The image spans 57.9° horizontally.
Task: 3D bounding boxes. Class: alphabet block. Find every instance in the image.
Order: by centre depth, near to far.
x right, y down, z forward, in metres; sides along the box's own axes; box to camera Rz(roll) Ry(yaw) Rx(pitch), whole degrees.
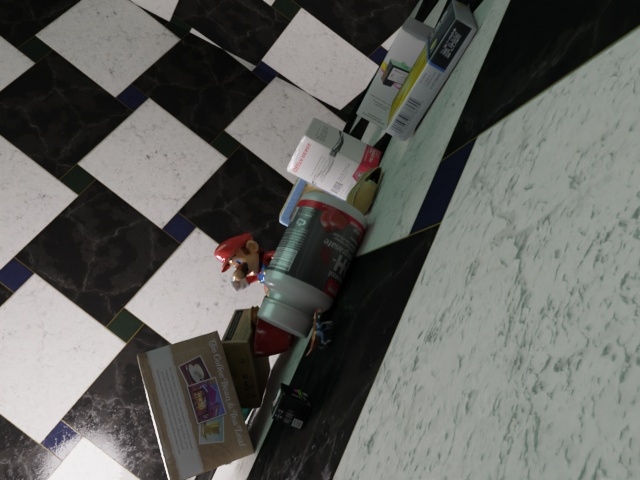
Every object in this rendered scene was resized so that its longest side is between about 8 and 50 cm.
[{"bbox_3d":[-0.027,-0.119,2.071,0.193,0.192,0.197,-62,7,5],"label":"alphabet block"}]

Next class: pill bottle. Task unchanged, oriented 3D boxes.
[{"bbox_3d":[-0.026,0.060,1.370,0.318,0.176,0.176,-65,6,-13],"label":"pill bottle"}]

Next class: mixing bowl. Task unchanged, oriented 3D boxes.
[{"bbox_3d":[-0.124,0.253,1.652,0.181,0.098,0.181,9,-90,-87],"label":"mixing bowl"}]

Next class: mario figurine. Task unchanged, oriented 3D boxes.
[{"bbox_3d":[-0.172,0.107,1.717,0.198,0.320,0.170,-63,6,14],"label":"mario figurine"}]

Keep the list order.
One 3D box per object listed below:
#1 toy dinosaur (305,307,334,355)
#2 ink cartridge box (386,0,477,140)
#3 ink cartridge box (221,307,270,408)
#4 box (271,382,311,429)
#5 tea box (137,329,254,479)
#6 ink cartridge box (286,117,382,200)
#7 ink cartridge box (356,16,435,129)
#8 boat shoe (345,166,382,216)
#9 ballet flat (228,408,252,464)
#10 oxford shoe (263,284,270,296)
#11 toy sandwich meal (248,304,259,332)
[{"bbox_3d":[-0.005,0.182,1.193,0.082,0.090,0.047,58,151,28],"label":"toy dinosaur"},{"bbox_3d":[0.271,-0.435,1.440,0.303,0.072,0.307,-60,9,32],"label":"ink cartridge box"},{"bbox_3d":[-0.219,0.349,1.726,0.193,0.088,0.234,-79,-17,-67],"label":"ink cartridge box"},{"bbox_3d":[-0.058,0.317,1.111,0.083,0.062,0.052,-158,92,-83],"label":"box"},{"bbox_3d":[-0.347,0.447,1.575,0.323,0.220,0.329,131,122,-67],"label":"tea box"},{"bbox_3d":[0.040,-0.240,1.757,0.172,0.237,0.100,-56,10,50],"label":"ink cartridge box"},{"bbox_3d":[0.231,-0.491,1.694,0.278,0.117,0.201,-60,2,33],"label":"ink cartridge box"},{"bbox_3d":[0.117,-0.129,1.495,0.072,0.068,0.190,-41,21,45],"label":"boat shoe"},{"bbox_3d":[-0.270,0.558,1.783,0.247,0.087,0.083,-67,7,-22],"label":"ballet flat"},{"bbox_3d":[-0.113,0.179,2.074,0.348,0.123,0.130,131,138,-62],"label":"oxford shoe"},{"bbox_3d":[-0.182,0.221,1.631,0.085,0.029,0.085,-3,-90,-85],"label":"toy sandwich meal"}]
